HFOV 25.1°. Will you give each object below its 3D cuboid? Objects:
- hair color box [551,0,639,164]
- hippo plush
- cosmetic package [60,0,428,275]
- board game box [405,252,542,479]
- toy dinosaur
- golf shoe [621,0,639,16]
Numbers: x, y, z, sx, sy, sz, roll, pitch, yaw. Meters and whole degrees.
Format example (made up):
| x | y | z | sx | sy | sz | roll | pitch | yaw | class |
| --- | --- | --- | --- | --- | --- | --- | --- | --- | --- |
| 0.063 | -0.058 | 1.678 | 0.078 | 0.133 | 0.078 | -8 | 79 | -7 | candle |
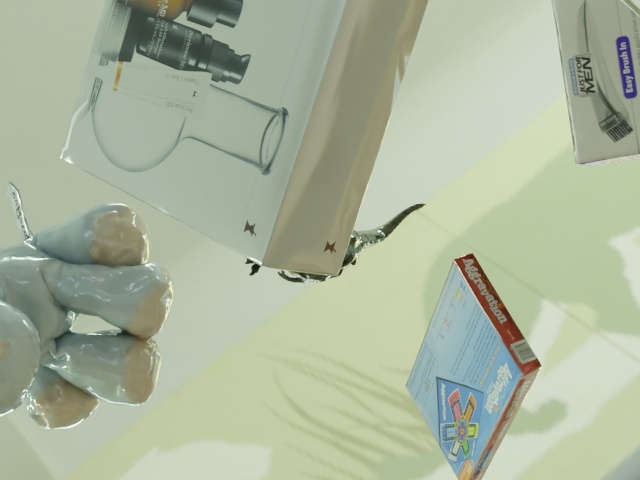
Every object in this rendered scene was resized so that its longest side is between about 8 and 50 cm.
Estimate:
| x | y | z | sx | sy | sz | roll | pitch | yaw | class |
| --- | --- | --- | --- | --- | --- | --- | --- | --- | --- |
| 0.430 | -0.195 | 1.522 | 0.110 | 0.339 | 0.185 | 0 | -98 | -73 | hair color box |
| -0.302 | 0.053 | 1.425 | 0.234 | 0.294 | 0.236 | -42 | -17 | 19 | hippo plush |
| -0.050 | -0.196 | 1.157 | 0.097 | 0.284 | 0.377 | 8 | -77 | -48 | cosmetic package |
| 0.159 | 0.147 | 1.553 | 0.027 | 0.145 | 0.281 | -18 | -28 | -19 | board game box |
| 0.000 | 0.000 | 1.443 | 0.268 | 0.118 | 0.064 | -30 | -58 | -59 | toy dinosaur |
| 0.151 | -0.172 | 0.668 | 0.306 | 0.140 | 0.115 | 22 | -60 | -42 | golf shoe |
